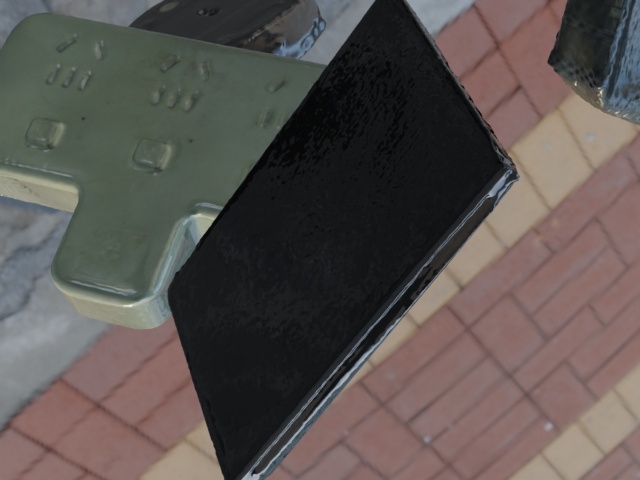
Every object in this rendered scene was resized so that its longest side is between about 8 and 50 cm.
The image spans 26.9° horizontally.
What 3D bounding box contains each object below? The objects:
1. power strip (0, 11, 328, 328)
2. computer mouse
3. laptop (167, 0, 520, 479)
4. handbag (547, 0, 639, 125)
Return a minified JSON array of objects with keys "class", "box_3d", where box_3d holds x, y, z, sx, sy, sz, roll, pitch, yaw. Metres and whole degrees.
[{"class":"power strip","box_3d":[-0.102,-0.040,0.842,0.059,0.265,0.193,76,30,-61]},{"class":"computer mouse","box_3d":[-0.122,-0.243,1.666,0.170,0.269,0.100,-39,125,-24]},{"class":"laptop","box_3d":[0.000,0.000,0.579,0.016,0.135,0.197,18,123,-36]},{"class":"handbag","box_3d":[0.328,-0.237,1.299,0.175,0.089,0.270,3,110,-30]}]
